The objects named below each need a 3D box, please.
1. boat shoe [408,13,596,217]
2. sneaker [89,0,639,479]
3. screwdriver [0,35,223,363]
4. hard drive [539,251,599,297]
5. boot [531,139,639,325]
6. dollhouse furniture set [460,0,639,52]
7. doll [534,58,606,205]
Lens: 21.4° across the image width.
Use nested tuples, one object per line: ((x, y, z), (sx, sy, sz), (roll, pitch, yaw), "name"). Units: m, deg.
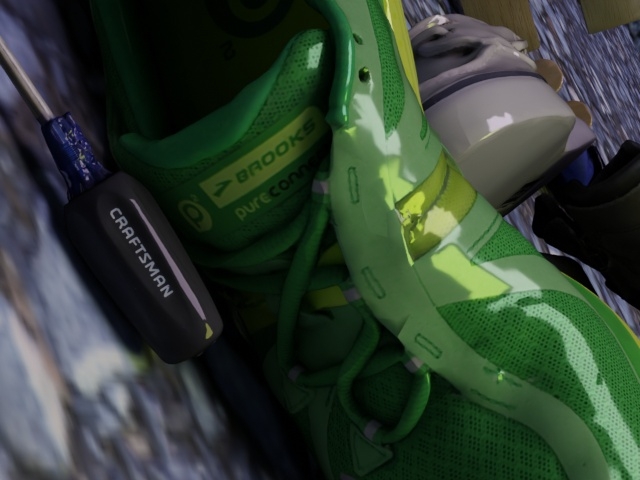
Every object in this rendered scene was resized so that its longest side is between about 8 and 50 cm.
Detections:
((0.060, -0.057, 0.745), (0.088, 0.096, 0.267), (51, 18, 7), "boat shoe")
((0.000, 0.000, 0.477), (0.295, 0.109, 0.123), (61, 24, 14), "sneaker")
((-0.074, -0.043, 0.427), (0.170, 0.025, 0.024), (62, 16, -8), "screwdriver")
((0.129, 0.119, 0.746), (0.254, 0.054, 0.172), (66, 16, 11), "hard drive")
((0.205, 0.053, 0.893), (0.223, 0.118, 0.338), (45, -17, 10), "boot")
((0.179, -0.272, 1.160), (0.212, 0.242, 0.161), (-96, 167, -49), "dollhouse furniture set")
((0.180, -0.049, 1.178), (0.129, 0.046, 0.189), (61, 7, 29), "doll")
